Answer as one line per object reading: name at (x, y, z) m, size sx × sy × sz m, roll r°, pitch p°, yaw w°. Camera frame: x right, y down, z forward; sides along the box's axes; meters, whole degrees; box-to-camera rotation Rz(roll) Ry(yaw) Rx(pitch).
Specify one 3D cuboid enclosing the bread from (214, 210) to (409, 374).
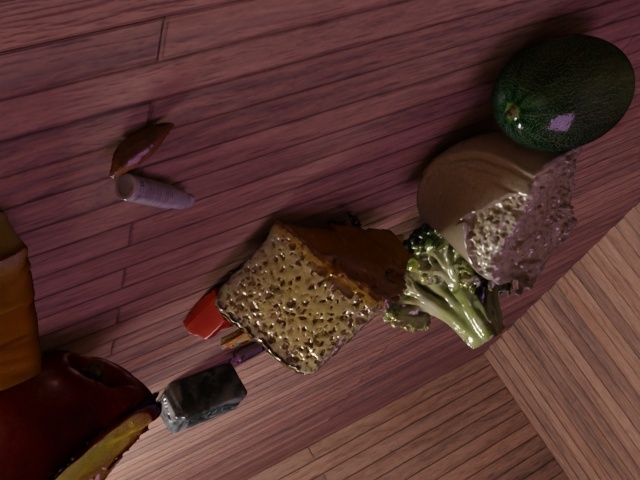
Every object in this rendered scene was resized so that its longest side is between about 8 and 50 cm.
bread at (-0.007, 0.048, 1.507) m, size 0.248 × 0.279 × 0.315 m, roll -50°, pitch -166°, yaw 22°

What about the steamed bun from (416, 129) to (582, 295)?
steamed bun at (0.350, -0.102, 1.508) m, size 0.290 × 0.273 × 0.272 m, roll -17°, pitch 141°, yaw -53°

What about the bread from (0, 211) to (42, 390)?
bread at (-0.429, 0.100, 1.044) m, size 0.138 × 0.077 × 0.361 m, roll -24°, pitch 158°, yaw -26°

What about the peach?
peach at (-0.441, 0.318, 1.335) m, size 0.362 × 0.201 × 0.257 m, roll -52°, pitch 164°, yaw 17°

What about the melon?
melon at (0.380, -0.232, 1.334) m, size 0.287 × 0.182 × 0.182 m, roll -20°, pitch 157°, yaw -38°

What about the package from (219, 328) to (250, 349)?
package at (-0.125, 0.170, 1.587) m, size 0.108 × 0.031 × 0.120 m, roll -27°, pitch 174°, yaw 19°

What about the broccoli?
broccoli at (0.289, 0.086, 1.780) m, size 0.347 × 0.281 × 0.293 m, roll -32°, pitch 172°, yaw -6°

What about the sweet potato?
sweet potato at (-0.207, -0.107, 0.962) m, size 0.095 × 0.034 × 0.034 m, roll -42°, pitch 161°, yaw -7°

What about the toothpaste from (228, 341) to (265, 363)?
toothpaste at (-0.134, 0.237, 1.882) m, size 0.169 × 0.028 × 0.045 m, roll -23°, pitch 165°, yaw -34°

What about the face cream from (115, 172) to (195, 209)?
face cream at (-0.206, -0.059, 1.071) m, size 0.034 × 0.034 × 0.130 m, roll -40°, pitch 159°, yaw 18°

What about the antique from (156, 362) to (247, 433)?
antique at (-0.266, 0.348, 1.855) m, size 0.183 × 0.086 × 0.088 m, roll -15°, pitch 153°, yaw -40°

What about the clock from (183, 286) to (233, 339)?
clock at (-0.157, 0.127, 1.545) m, size 0.155 × 0.061 × 0.113 m, roll -11°, pitch 153°, yaw -50°
